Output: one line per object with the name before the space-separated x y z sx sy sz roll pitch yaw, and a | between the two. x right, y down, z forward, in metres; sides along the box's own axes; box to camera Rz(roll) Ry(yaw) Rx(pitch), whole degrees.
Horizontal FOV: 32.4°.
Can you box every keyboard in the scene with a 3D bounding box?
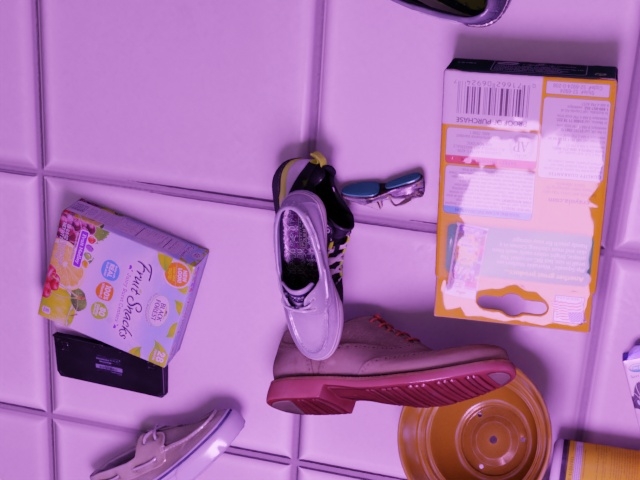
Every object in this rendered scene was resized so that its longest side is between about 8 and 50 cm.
keyboard | -0.313 0.172 1.644 0.180 0.023 0.108 10 123 11

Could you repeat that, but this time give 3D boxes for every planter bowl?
planter bowl | 0.219 0.265 1.478 0.217 0.090 0.217 -7 74 28

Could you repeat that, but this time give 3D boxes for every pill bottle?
pill bottle | 0.398 0.328 1.465 0.184 0.103 0.103 7 112 13

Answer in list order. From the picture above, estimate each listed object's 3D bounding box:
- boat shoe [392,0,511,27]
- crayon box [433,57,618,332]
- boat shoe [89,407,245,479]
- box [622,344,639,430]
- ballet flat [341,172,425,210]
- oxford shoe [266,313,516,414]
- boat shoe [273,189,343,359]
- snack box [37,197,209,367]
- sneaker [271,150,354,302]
boat shoe | 0.079 -0.349 1.301 0.319 0.099 0.116 30 116 4
crayon box | 0.251 -0.057 1.373 0.203 0.083 0.323 6 111 13
boat shoe | -0.237 0.325 1.639 0.302 0.109 0.094 -38 95 27
box | 0.448 0.192 1.443 0.081 0.028 0.136 -12 104 19
ballet flat | 0.084 -0.059 1.443 0.114 0.041 0.041 -10 107 20
oxford shoe | 0.086 0.152 1.461 0.348 0.123 0.130 -7 64 23
boat shoe | -0.025 0.053 1.396 0.079 0.081 0.228 -1 106 20
snack box | -0.282 0.060 1.570 0.207 0.070 0.175 21 114 5
sneaker | 0.000 0.000 1.446 0.097 0.084 0.235 2 113 42
